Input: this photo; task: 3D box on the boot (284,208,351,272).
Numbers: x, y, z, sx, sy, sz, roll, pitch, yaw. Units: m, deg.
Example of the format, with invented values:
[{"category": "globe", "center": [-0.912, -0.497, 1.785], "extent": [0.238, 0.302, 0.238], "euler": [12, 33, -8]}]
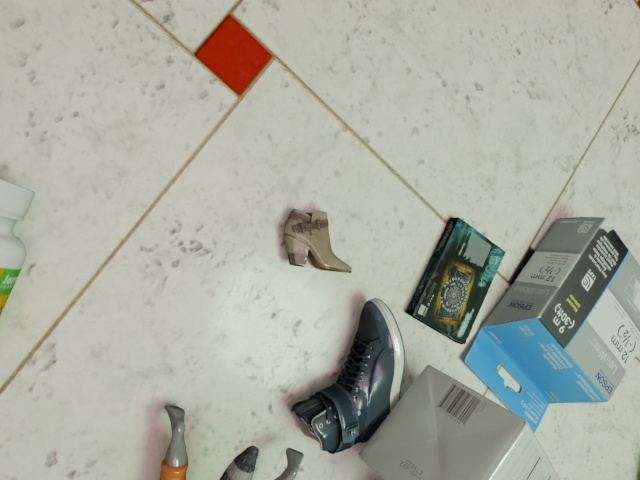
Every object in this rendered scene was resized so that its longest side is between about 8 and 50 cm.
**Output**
[{"category": "boot", "center": [0.000, 0.000, 0.722], "extent": [0.119, 0.042, 0.086], "euler": [12, 80, -30]}]

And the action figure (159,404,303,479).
[{"category": "action figure", "center": [-0.202, 0.382, 0.579], "extent": [0.341, 0.178, 0.330], "euler": [30, 70, -25]}]

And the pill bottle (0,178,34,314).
[{"category": "pill bottle", "center": [-0.398, 0.042, 0.496], "extent": [0.136, 0.136, 0.245], "euler": [24, 83, -23]}]

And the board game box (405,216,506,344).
[{"category": "board game box", "center": [0.237, 0.071, 0.834], "extent": [0.126, 0.026, 0.186], "euler": [32, 79, -22]}]

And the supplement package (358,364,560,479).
[{"category": "supplement package", "center": [0.229, 0.363, 0.725], "extent": [0.175, 0.177, 0.293], "euler": [-47, 125, -16]}]

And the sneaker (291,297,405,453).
[{"category": "sneaker", "center": [0.039, 0.206, 0.720], "extent": [0.164, 0.086, 0.226], "euler": [-4, 95, -26]}]

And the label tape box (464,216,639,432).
[{"category": "label tape box", "center": [0.456, 0.164, 0.887], "extent": [0.249, 0.115, 0.347], "euler": [45, 73, -18]}]
